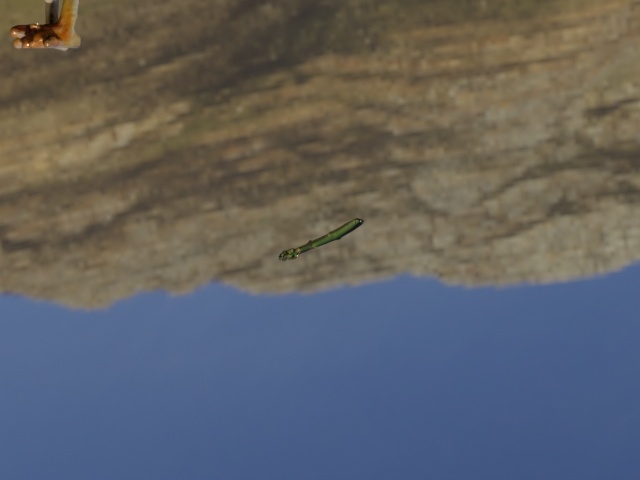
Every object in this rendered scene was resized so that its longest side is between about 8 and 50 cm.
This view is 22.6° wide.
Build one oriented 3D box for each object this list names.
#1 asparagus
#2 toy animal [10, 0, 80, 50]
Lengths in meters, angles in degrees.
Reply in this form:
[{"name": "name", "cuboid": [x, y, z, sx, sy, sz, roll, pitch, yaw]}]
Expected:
[{"name": "asparagus", "cuboid": [0.000, 0.000, 1.652, 0.013, 0.016, 0.166, -35, -175, -35]}, {"name": "toy animal", "cuboid": [-0.249, -0.313, 1.571, 0.284, 0.302, 0.225, 8, 164, -36]}]
